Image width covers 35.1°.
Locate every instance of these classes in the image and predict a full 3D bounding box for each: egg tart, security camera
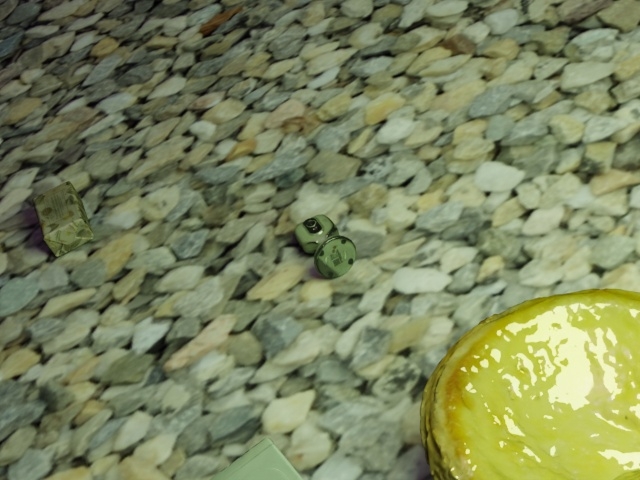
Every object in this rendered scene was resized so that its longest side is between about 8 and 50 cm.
[{"bbox_3d":[0.241,0.172,0.886,0.315,0.120,0.315,-8,40,7],"label":"egg tart"},{"bbox_3d":[0.000,0.000,1.204,0.058,0.058,0.092,-32,37,-11],"label":"security camera"}]

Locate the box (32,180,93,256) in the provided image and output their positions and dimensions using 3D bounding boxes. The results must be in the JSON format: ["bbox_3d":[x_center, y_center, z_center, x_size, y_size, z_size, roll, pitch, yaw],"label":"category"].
[{"bbox_3d":[-0.347,-0.030,1.362,0.062,0.045,0.098,-28,46,-6],"label":"box"}]

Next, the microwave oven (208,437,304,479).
[{"bbox_3d":[-0.075,0.306,0.881,0.208,0.122,0.162,-35,46,-13],"label":"microwave oven"}]
